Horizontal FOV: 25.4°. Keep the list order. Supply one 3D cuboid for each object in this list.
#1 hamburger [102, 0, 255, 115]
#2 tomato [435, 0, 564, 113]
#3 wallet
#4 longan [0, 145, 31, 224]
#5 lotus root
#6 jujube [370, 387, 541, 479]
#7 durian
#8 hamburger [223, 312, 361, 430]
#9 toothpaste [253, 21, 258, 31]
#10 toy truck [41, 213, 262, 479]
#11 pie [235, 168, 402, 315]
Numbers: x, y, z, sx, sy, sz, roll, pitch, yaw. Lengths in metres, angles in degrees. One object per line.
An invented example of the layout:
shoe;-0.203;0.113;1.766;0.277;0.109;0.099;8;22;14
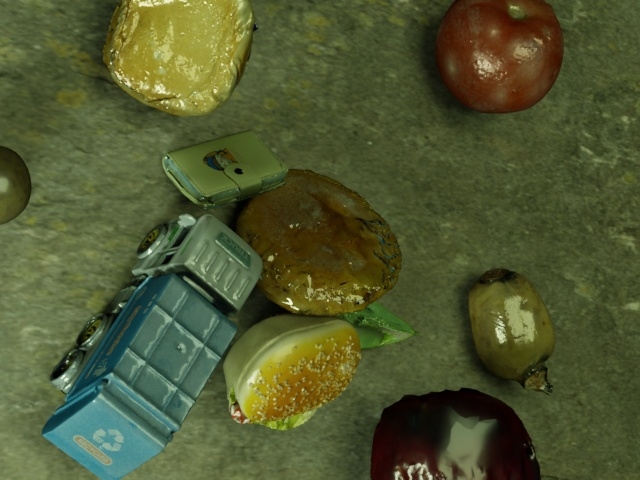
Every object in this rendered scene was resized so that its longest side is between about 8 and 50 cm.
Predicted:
hamburger;-0.187;-0.274;1.919;0.214;0.108;0.213;-1;97;-10
tomato;0.285;-0.303;2.280;0.208;0.184;0.208;10;49;-12
wallet;-0.132;-0.098;1.998;0.155;0.039;0.110;-19;54;-37
longan;-0.417;-0.070;1.770;0.113;0.092;0.113;1;85;-12
lotus root;0.310;0.151;2.269;0.118;0.125;0.221;-18;89;-63
jujube;0.205;0.384;2.086;0.258;0.258;0.376;-24;110;-37
durian;0.038;0.104;2.082;0.215;0.100;0.086;20;72;-21
hamburger;-0.038;0.180;1.982;0.210;0.173;0.116;-9;51;-38
toothpaste;-0.196;-0.424;2.000;0.066;0.076;0.320;-34;103;-33
toy truck;-0.214;0.132;1.843;0.146;0.175;0.367;41;60;-23
pie;0.000;0.000;2.033;0.273;0.069;0.273;13;48;-15
